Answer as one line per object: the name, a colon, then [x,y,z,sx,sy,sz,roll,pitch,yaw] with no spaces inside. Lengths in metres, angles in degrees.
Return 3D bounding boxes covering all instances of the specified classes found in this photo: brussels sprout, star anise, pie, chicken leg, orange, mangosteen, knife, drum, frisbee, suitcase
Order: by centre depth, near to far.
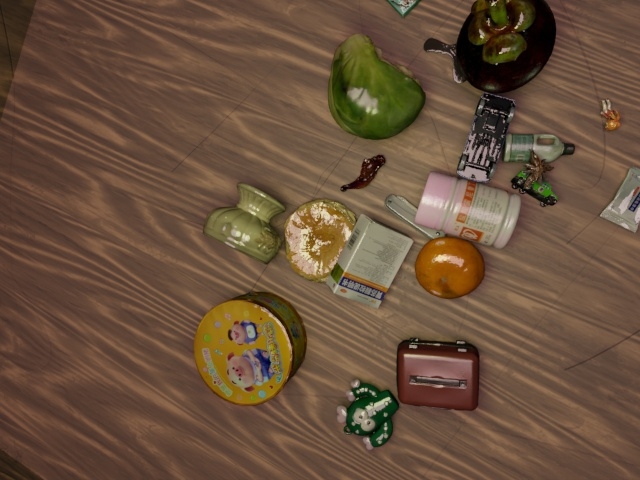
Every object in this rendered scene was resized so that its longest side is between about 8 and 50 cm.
mangosteen: [0.596,-0.642,1.434,0.329,0.330,0.330,1,94,14]
star anise: [0.720,-0.227,1.501,0.124,0.056,0.129,34,83,-10]
brussels sprout: [0.173,-0.527,1.568,0.314,0.276,0.371,-39,83,10]
orange: [0.459,0.095,1.583,0.240,0.171,0.240,6,109,18]
frisbee: [0.503,-0.692,1.607,0.187,0.012,0.211,-38,84,13]
suitcase: [0.427,0.489,1.628,0.296,0.161,0.237,0,95,14]
knife: [0.356,-0.084,1.670,0.265,0.040,0.073,39,85,9]
chicken leg: [0.166,-0.249,1.705,0.205,0.053,0.093,-46,59,6]
pie: [0.000,0.000,1.747,0.339,0.083,0.340,1,94,17]
drum: [-0.274,0.418,1.780,0.430,0.214,0.432,1,93,15]

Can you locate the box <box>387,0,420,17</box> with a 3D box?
box: [0.335,-0.957,1.616,0.229,0.041,0.162,-41,83,13]

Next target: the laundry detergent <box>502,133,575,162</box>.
laundry detergent: [0.753,-0.318,1.535,0.225,0.070,0.099,4,93,15]

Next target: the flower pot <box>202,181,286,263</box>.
flower pot: [-0.274,-0.069,1.718,0.307,0.307,0.244,25,86,12]

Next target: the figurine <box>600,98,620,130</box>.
figurine: [0.969,-0.423,1.488,0.064,0.047,0.109,-11,84,-8]

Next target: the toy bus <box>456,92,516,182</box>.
toy bus: [0.569,-0.349,1.551,0.125,0.133,0.292,17,95,8]

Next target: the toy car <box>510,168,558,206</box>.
toy car: [0.749,-0.181,1.548,0.165,0.071,0.063,35,87,10]

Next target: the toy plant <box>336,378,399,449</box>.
toy plant: [0.184,0.676,1.729,0.232,0.112,0.243,28,94,10]

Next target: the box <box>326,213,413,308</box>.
box: [0.181,0.079,1.648,0.200,0.106,0.300,22,102,-22]

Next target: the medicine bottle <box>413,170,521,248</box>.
medicine bottle: [0.504,-0.107,1.544,0.315,0.202,0.202,17,98,11]

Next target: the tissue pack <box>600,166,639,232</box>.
tissue pack: [1.051,-0.139,1.492,0.122,0.026,0.193,29,101,10]
